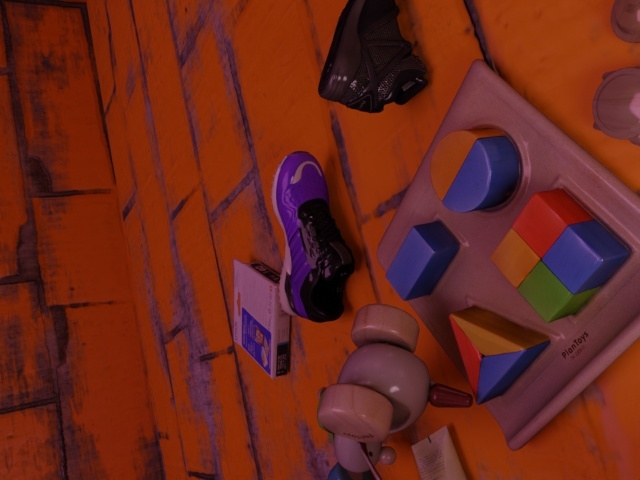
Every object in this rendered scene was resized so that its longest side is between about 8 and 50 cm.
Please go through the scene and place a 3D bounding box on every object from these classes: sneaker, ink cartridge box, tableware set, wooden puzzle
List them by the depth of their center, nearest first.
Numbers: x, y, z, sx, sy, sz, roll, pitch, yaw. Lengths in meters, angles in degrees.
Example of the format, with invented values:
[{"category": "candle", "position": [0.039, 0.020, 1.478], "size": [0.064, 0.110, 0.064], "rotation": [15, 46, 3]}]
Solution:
[{"category": "tableware set", "position": [0.302, -0.163, 0.511], "size": [0.141, 0.020, 0.169], "rotation": [16, 108, 57]}, {"category": "wooden puzzle", "position": [0.186, 0.018, 0.686], "size": [0.348, 0.080, 0.322], "rotation": [60, 143, 35]}, {"category": "sneaker", "position": [0.086, -0.269, 0.814], "size": [0.087, 0.130, 0.228], "rotation": [-31, 41, 63]}, {"category": "sneaker", "position": [0.001, 0.000, 0.996], "size": [0.146, 0.102, 0.294], "rotation": [17, 115, 54]}, {"category": "ink cartridge box", "position": [-0.130, 0.157, 1.292], "size": [0.208, 0.045, 0.207], "rotation": [26, 118, 55]}]

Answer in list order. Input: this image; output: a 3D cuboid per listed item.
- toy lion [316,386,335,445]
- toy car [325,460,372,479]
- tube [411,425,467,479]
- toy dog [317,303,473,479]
[{"category": "toy lion", "position": [0.037, 0.294, 0.984], "size": [0.034, 0.100, 0.096], "rotation": [-3, 74, 58]}, {"category": "toy car", "position": [0.046, 0.532, 0.977], "size": [0.238, 0.210, 0.219], "rotation": [39, 119, 14]}, {"category": "tube", "position": [0.185, 0.374, 0.788], "size": [0.070, 0.062, 0.240], "rotation": [-26, 59, 13]}, {"category": "toy dog", "position": [0.098, 0.222, 0.777], "size": [0.334, 0.160, 0.220], "rotation": [67, -139, -70]}]
